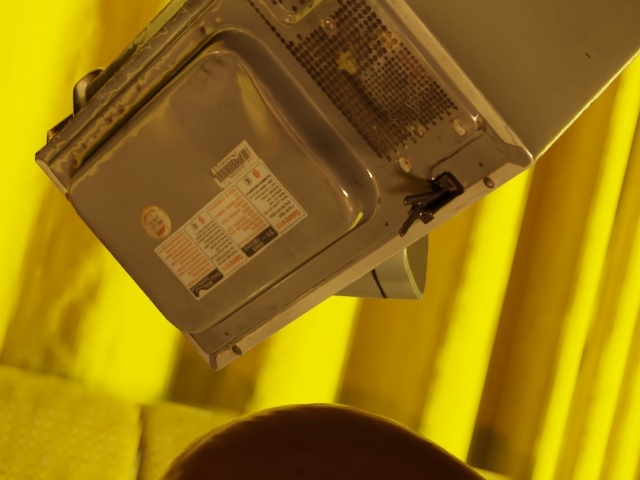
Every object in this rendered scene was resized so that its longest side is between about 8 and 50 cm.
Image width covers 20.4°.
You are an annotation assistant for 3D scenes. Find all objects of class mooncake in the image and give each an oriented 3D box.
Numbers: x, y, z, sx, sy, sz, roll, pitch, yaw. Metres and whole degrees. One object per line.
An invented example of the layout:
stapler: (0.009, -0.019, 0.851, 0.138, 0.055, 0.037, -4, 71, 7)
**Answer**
mooncake: (0.013, 0.270, 1.337, 0.334, 0.174, 0.326, 19, 26, -9)

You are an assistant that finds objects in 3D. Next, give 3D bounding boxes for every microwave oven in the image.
microwave oven: (0.010, -0.072, 0.755, 0.194, 0.145, 0.240, -39, 3, -40)

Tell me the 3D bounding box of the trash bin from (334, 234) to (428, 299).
trash bin: (0.000, 0.000, 1.162, 0.130, 0.059, 0.116, 2, -18, 10)
